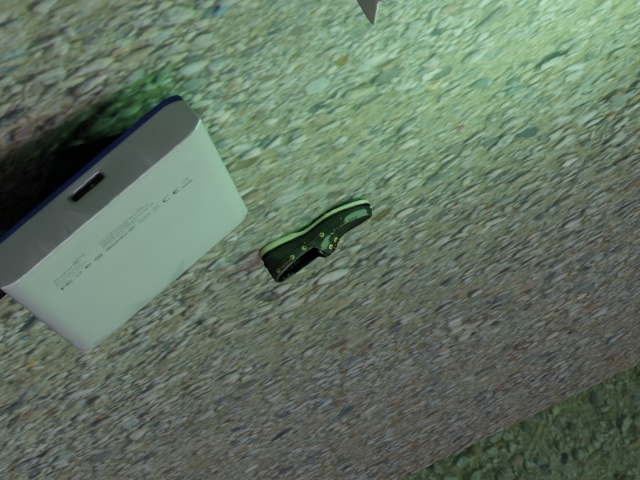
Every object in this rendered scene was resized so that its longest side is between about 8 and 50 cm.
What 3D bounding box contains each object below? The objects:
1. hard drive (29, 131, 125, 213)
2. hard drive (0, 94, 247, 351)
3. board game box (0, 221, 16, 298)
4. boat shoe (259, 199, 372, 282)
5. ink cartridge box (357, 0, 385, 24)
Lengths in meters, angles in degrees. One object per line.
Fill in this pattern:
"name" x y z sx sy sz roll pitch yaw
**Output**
"hard drive" -0.200 -0.046 1.651 0.094 0.022 0.135 -17 159 -30
"hard drive" -0.171 -0.006 1.669 0.210 0.040 0.319 -41 168 -5
"board game box" -0.331 0.023 1.606 0.126 0.026 0.186 -39 152 29
"boat shoe" 0.000 0.001 2.047 0.133 0.042 0.049 -30 160 -2
"ink cartridge box" 0.051 -0.249 1.320 0.067 0.115 0.198 -23 162 -17
